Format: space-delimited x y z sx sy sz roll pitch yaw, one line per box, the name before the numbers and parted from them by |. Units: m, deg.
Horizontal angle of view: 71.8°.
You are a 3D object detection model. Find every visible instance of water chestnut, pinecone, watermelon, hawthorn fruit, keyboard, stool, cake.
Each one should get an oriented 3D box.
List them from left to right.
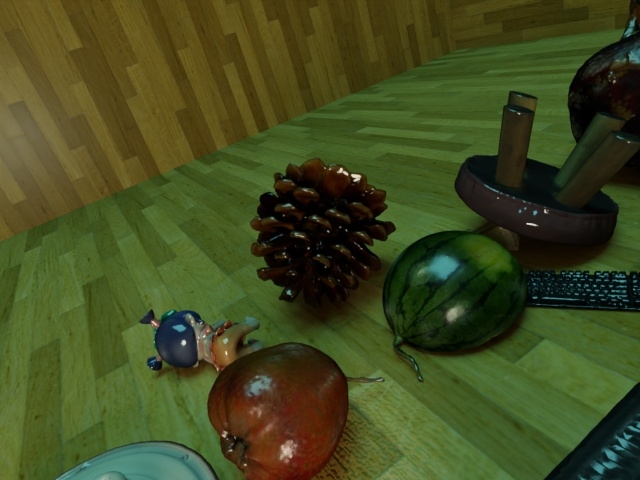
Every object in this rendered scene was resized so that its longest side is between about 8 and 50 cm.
hawthorn fruit | -0.027 0.189 0.537 0.163 0.162 0.204 5 20 40
pinecone | -0.010 -0.001 0.785 0.264 0.264 0.264 -15 26 7
watermelon | 0.184 0.061 0.663 0.232 0.127 0.204 -28 30 -7
cake | 0.305 -0.001 0.818 0.121 0.065 0.052 -26 15 43
stool | 0.383 -0.128 0.748 0.272 0.178 0.272 8 31 -5
keyboard | 0.393 0.069 0.628 0.231 0.023 0.072 -1 33 31
water chestnut | 0.662 -0.319 0.864 0.336 0.346 0.335 -7 -14 -2

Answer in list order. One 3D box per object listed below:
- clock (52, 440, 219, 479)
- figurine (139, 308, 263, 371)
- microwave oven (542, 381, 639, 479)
clock | -0.245 0.340 0.444 0.319 0.080 0.318 -15 27 8
figurine | -0.204 0.161 0.735 0.195 0.111 0.102 -2 10 31
microwave oven | 0.247 0.220 0.247 0.295 0.181 0.237 -29 29 -21
